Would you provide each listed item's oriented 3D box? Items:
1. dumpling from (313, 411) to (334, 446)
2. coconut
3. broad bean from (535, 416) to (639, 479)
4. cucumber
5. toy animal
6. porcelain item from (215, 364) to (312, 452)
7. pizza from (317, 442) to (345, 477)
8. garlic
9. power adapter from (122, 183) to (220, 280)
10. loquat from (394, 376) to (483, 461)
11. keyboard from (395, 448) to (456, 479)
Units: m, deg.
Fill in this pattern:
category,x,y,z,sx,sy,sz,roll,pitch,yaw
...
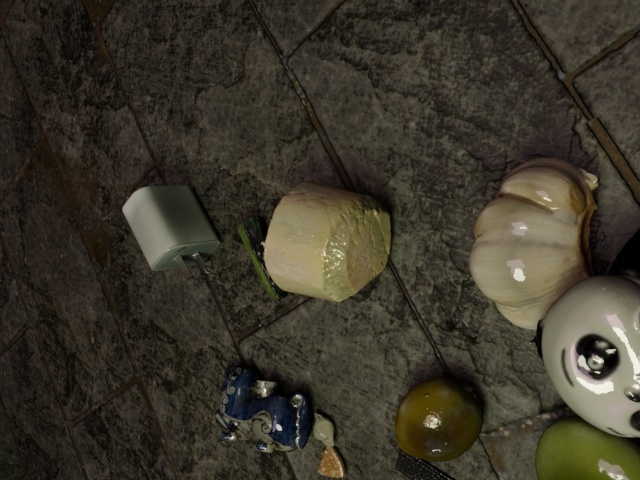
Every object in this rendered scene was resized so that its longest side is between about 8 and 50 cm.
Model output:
category,x,y,z,sx,sy,sz,roll,pitch,yaw
dumpling,0.010,0.446,1.292,0.076,0.057,0.052,22,65,20
coconut,0.000,0.000,1.130,0.244,0.239,0.239,11,102,35
broad bean,0.462,0.420,0.872,0.291,0.119,0.238,60,156,10
cucumber,-0.131,0.044,1.341,0.211,0.062,0.078,63,159,6
toy animal,0.461,0.125,0.760,0.310,0.251,0.251,-39,72,13
porcelain item,-0.141,0.412,1.355,0.288,0.138,0.186,-4,76,41
pizza,0.023,0.527,1.299,0.078,0.025,0.083,-39,66,28
garlic,0.333,0.007,0.915,0.203,0.184,0.281,-2,97,59
power adapter,-0.374,-0.010,1.429,0.124,0.187,0.255,-41,72,33
loquat,0.221,0.349,1.058,0.195,0.152,0.152,-48,67,17
keyboard,0.242,0.505,1.141,0.195,0.018,0.060,23,111,33
